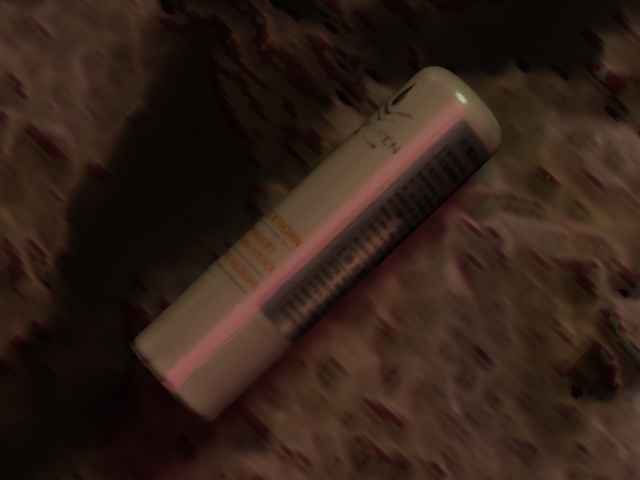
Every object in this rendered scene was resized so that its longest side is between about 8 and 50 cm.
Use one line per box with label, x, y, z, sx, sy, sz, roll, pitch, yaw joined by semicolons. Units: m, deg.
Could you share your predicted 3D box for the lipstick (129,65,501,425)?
lipstick;0.000;0.000;0.588;0.141;0.040;0.040;-43;84;-3
